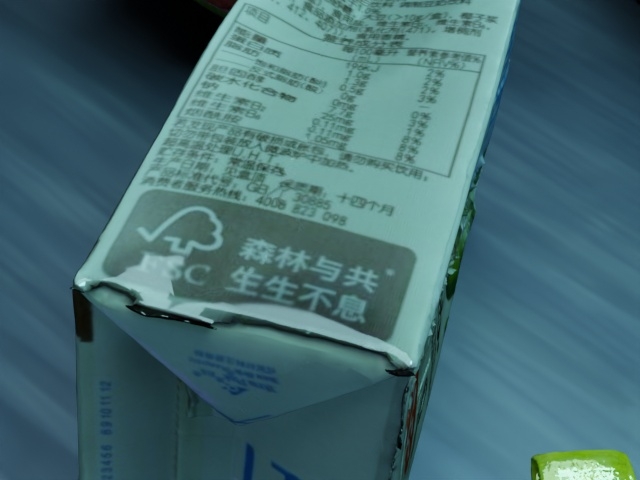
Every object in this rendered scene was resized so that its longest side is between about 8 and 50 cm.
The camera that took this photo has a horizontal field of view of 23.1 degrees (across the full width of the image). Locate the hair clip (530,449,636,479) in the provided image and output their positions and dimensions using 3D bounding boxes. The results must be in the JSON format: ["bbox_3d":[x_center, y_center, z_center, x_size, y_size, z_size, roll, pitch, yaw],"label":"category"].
[{"bbox_3d":[0.126,0.162,0.637,0.072,0.046,0.173,-3,44,-5],"label":"hair clip"}]

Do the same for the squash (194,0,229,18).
[{"bbox_3d":[0.012,-0.218,1.047,0.252,0.049,0.252,2,44,-2],"label":"squash"}]

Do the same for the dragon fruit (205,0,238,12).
[{"bbox_3d":[-0.007,-0.278,0.870,0.250,0.291,0.269,-22,49,-30],"label":"dragon fruit"}]

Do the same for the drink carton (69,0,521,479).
[{"bbox_3d":[0.000,0.000,0.692,0.132,0.194,0.324,15,41,6],"label":"drink carton"}]
